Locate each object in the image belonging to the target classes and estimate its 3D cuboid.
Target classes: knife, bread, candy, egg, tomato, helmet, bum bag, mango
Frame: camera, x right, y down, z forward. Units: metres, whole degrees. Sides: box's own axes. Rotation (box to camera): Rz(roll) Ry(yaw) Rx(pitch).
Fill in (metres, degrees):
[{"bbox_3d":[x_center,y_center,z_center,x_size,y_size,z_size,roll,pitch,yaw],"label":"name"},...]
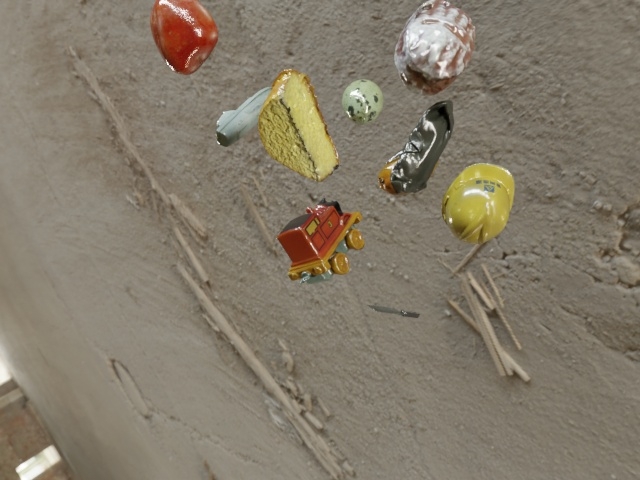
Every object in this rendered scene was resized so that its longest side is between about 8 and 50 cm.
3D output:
[{"bbox_3d":[0.283,0.270,1.861,0.072,0.245,0.019,30,104,53],"label":"knife"},{"bbox_3d":[-0.064,-0.252,1.111,0.134,0.129,0.260,-5,127,36],"label":"bread"},{"bbox_3d":[0.337,-0.568,1.411,0.214,0.289,0.157,24,160,-7],"label":"candy"},{"bbox_3d":[0.176,-0.575,2.028,0.177,0.228,0.177,4,136,4],"label":"egg"},{"bbox_3d":[-0.343,-0.495,1.140,0.166,0.082,0.174,-39,95,24],"label":"tomato"},{"bbox_3d":[0.462,-0.078,1.399,0.205,0.140,0.257,12,130,1],"label":"helmet"},{"bbox_3d":[0.316,-0.280,1.470,0.080,0.142,0.326,32,94,50],"label":"bum bag"},{"bbox_3d":[0.322,-0.255,1.740,0.151,0.249,0.156,52,170,1],"label":"mango"}]

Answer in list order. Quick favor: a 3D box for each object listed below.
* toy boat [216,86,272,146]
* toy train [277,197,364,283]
[{"bbox_3d":[-0.221,-0.379,1.431,0.085,0.260,0.078,32,150,12],"label":"toy boat"},{"bbox_3d":[0.000,0.000,1.596,0.163,0.369,0.231,-16,115,37],"label":"toy train"}]
